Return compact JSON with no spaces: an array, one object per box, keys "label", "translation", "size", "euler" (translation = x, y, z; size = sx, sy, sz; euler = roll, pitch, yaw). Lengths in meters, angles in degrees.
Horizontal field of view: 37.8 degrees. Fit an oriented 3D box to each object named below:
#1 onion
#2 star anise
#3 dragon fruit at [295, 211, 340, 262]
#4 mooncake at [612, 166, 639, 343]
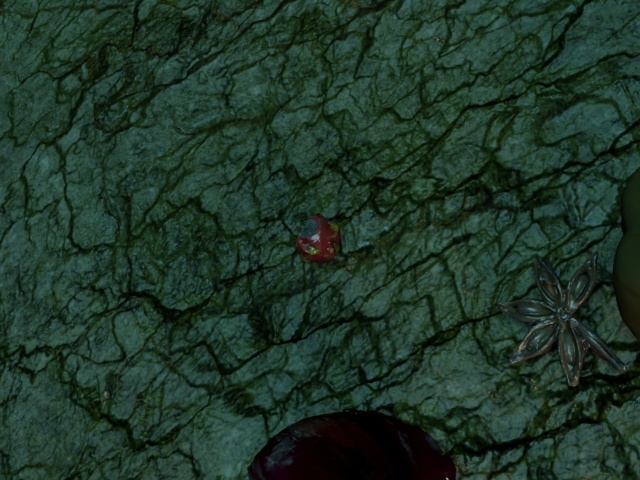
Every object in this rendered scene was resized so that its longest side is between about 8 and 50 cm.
[{"label":"onion","translation":[0.035,0.336,1.346],"size":[0.280,0.146,0.314],"euler":[-34,42,-9]},{"label":"star anise","translation":[0.356,0.119,1.409],"size":[0.171,0.063,0.208],"euler":[-16,71,16]},{"label":"dragon fruit","translation":[0.000,0.000,1.557],"size":[0.060,0.056,0.083],"euler":[31,82,25]},{"label":"mooncake","translation":[0.583,0.018,1.254],"size":[0.378,0.201,0.379],"euler":[-14,57,23]}]
